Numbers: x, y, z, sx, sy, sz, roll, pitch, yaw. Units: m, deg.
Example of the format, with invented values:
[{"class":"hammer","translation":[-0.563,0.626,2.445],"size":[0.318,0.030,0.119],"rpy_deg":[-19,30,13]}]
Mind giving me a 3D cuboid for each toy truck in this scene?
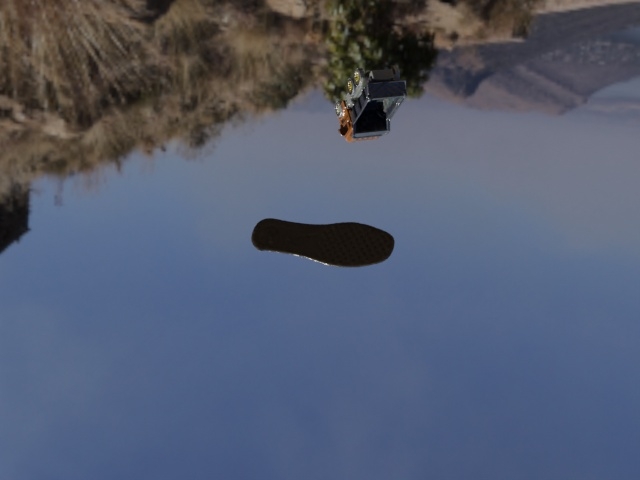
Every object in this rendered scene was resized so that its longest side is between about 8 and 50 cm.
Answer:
[{"class":"toy truck","translation":[0.092,-0.251,1.494],"size":[0.083,0.092,0.192],"rpy_deg":[-9,164,-18]}]

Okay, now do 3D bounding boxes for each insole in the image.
[{"class":"insole","translation":[0.000,0.000,0.722],"size":[0.135,0.045,0.002],"rpy_deg":[8,158,20]}]
